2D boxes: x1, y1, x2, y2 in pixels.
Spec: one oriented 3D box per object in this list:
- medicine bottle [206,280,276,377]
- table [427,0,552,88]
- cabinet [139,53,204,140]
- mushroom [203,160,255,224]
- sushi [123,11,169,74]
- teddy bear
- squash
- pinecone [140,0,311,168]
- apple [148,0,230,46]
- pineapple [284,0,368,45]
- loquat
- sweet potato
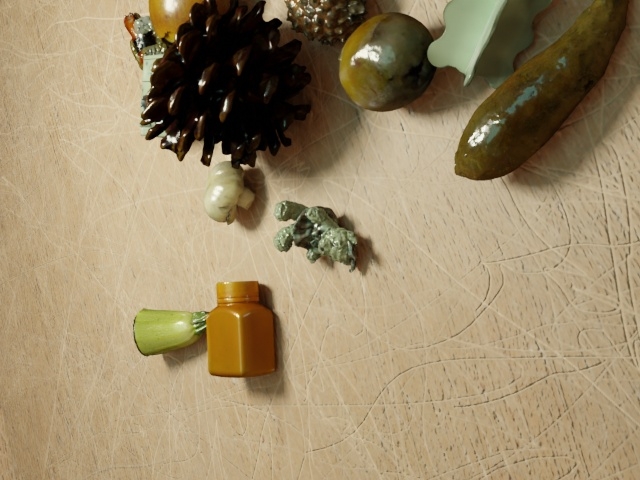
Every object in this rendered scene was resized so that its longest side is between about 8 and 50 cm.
[{"bbox_3d":[-0.192,0.209,1.839,0.149,0.112,0.222,-7,84,45],"label":"medicine bottle"},{"bbox_3d":[0.291,-0.372,1.346,0.166,0.166,0.198,45,127,36],"label":"table"},{"bbox_3d":[-0.368,-0.366,2.006,0.145,0.150,0.206,10,97,45],"label":"cabinet"},{"bbox_3d":[-0.220,-0.116,1.881,0.154,0.122,0.154,-167,90,-82],"label":"mushroom"},{"bbox_3d":[-0.465,-0.536,2.149,0.103,0.097,0.226,-20,90,49],"label":"sushi"},{"bbox_3d":[0.004,-0.012,1.670,0.213,0.111,0.133,23,129,19],"label":"teddy bear"},{"bbox_3d":[-0.390,0.241,2.033,0.287,0.137,0.137,-6,84,43],"label":"squash"},{"bbox_3d":[-0.195,-0.338,1.702,0.397,0.397,0.398,-1,88,45],"label":"pinecone"},{"bbox_3d":[-0.310,-0.565,1.913,0.236,0.236,0.208,24,118,43],"label":"apple"},{"bbox_3d":[0.023,-0.487,1.614,0.193,0.166,0.166,22,105,44],"label":"pineapple"},{"bbox_3d":[0.129,-0.341,1.479,0.227,0.179,0.179,-16,77,61],"label":"loquat"},{"bbox_3d":[0.371,-0.252,1.285,0.423,0.130,0.130,-51,55,23],"label":"sweet potato"}]
